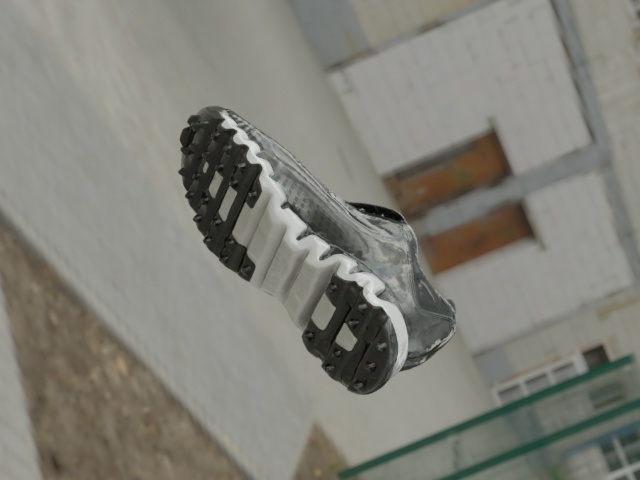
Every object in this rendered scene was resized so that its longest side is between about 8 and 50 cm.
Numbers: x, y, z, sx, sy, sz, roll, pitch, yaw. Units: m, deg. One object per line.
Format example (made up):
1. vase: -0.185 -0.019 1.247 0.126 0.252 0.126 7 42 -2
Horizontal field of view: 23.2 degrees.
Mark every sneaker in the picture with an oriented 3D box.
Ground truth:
1. sneaker: 0.000 0.000 0.987 0.106 0.078 0.234 -9 47 -44
